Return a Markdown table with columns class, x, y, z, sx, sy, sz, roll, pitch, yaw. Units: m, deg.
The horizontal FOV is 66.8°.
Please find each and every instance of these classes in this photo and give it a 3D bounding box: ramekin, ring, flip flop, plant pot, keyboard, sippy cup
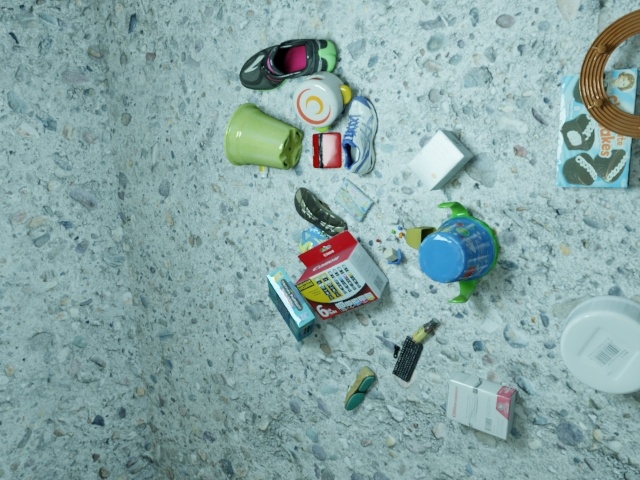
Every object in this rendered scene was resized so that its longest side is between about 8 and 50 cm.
| class | x | y | z | sx | sy | sz | roll | pitch | yaw |
| --- | --- | --- | --- | --- | --- | --- | --- | --- | --- |
| ramekin | 0.847 | 0.310 | 1.419 | 0.277 | 0.135 | 0.277 | 8 | 103 | 37 |
| ring | 0.867 | -0.440 | 1.272 | 0.336 | 0.032 | 0.337 | 4 | 101 | 20 |
| flip flop | 0.002 | -0.117 | 2.043 | 0.277 | 0.080 | 0.112 | 38 | 115 | 9 |
| plant pot | -0.224 | -0.418 | 2.062 | 0.253 | 0.276 | 0.276 | 21 | 111 | 21 |
| keyboard | 0.330 | 0.464 | 1.923 | 0.108 | 0.023 | 0.180 | 30 | 114 | 31 |
| sippy cup | 0.445 | 0.042 | 1.626 | 0.240 | 0.224 | 0.305 | -47 | 69 | 33 |
| plant pot | 0.359 | -0.013 | 1.779 | 0.083 | 0.081 | 0.081 | 14 | 107 | 49 |

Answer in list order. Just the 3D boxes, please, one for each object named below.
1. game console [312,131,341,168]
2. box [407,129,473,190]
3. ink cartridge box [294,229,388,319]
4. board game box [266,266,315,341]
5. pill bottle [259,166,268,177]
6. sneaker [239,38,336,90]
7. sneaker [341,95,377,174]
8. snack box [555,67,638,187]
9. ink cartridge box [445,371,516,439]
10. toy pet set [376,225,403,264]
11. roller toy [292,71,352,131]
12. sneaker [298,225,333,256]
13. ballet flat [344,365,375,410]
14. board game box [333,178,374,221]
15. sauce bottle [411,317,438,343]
| class | x | y | z | sx | sy | sz | roll | pitch | yaw |
| --- | --- | --- | --- | --- | --- | --- | --- | --- | --- |
| game console | 0.025 | -0.372 | 2.011 | 0.124 | 0.085 | 0.144 | -159 | 66 | -67 |
| box | 0.412 | -0.276 | 1.677 | 0.130 | 0.091 | 0.170 | 54 | 125 | 17 |
| ink cartridge box | 0.060 | 0.144 | 1.943 | 0.309 | 0.130 | 0.272 | -29 | 106 | 38 |
| board game box | -0.129 | 0.283 | 2.089 | 0.254 | 0.079 | 0.336 | 55 | 165 | 16 |
| pill bottle | -0.258 | -0.331 | 2.219 | 0.043 | 0.043 | 0.083 | 10 | 104 | 36 |
| sneaker | -0.169 | -0.730 | 1.974 | 0.482 | 0.202 | 0.185 | -3 | 96 | 38 |
| sneaker | 0.141 | -0.401 | 1.841 | 0.111 | 0.131 | 0.297 | 0 | 97 | 40 |
| snack box | 0.790 | -0.315 | 1.395 | 0.187 | 0.060 | 0.322 | 5 | 101 | 35 |
| ink cartridge box | 0.565 | 0.579 | 1.717 | 0.217 | 0.092 | 0.159 | 10 | 104 | 35 |
| toy pet set | 0.284 | 0.028 | 1.869 | 0.122 | 0.065 | 0.114 | -31 | 44 | 34 |
| roller toy | 0.003 | -0.551 | 1.888 | 0.191 | 0.146 | 0.209 | 40 | 134 | -5 |
| sneaker | 0.000 | 0.000 | 2.050 | 0.240 | 0.091 | 0.126 | 2 | 98 | 37 |
| ballet flat | 0.162 | 0.626 | 2.065 | 0.232 | 0.080 | 0.073 | -61 | 35 | 26 |
| board game box | 0.134 | -0.161 | 1.956 | 0.154 | 0.026 | 0.103 | 45 | 122 | 23 |
| sauce bottle | 0.396 | 0.339 | 1.837 | 0.042 | 0.042 | 0.128 | 49 | 121 | 20 |
